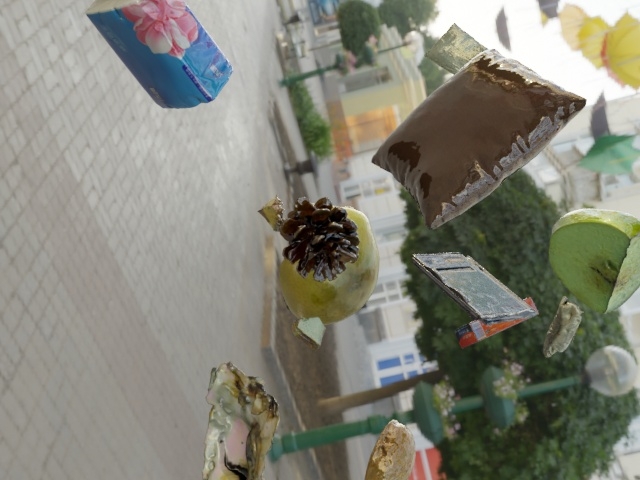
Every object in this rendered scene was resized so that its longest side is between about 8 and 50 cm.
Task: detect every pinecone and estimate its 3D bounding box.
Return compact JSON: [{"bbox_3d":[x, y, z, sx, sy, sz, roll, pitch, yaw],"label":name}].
[{"bbox_3d":[0.000,0.001,1.982,0.201,0.229,0.202,-79,-175,-50],"label":"pinecone"}]

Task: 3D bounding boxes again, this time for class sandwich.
[{"bbox_3d":[-0.036,0.258,2.140,0.105,0.036,0.093,37,43,-24],"label":"sandwich"}]

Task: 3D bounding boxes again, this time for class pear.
[{"bbox_3d":[0.062,0.093,2.269,0.191,0.340,0.386,29,-70,48],"label":"pear"},{"bbox_3d":[0.761,0.027,2.015,0.292,0.159,0.292,29,-48,39],"label":"pear"}]

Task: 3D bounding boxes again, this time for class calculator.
[{"bbox_3d":[0.332,0.098,1.601,0.274,0.166,0.028,46,-48,49],"label":"calculator"}]

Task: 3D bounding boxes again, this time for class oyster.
[{"bbox_3d":[-0.148,0.411,1.420,0.107,0.201,0.354,2,99,-51],"label":"oyster"}]

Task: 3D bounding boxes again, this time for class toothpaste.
[{"bbox_3d":[0.556,0.255,2.299,0.076,0.320,0.066,-38,-109,50],"label":"toothpaste"}]

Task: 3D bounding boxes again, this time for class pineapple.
[{"bbox_3d":[-0.136,-0.068,2.133,0.114,0.077,0.114,-139,-153,-80],"label":"pineapple"}]

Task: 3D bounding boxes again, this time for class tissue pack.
[{"bbox_3d":[-0.344,-0.415,1.559,0.269,0.209,0.137,53,57,-41],"label":"tissue pack"}]

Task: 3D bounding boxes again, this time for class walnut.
[{"bbox_3d":[0.193,0.567,1.877,0.211,0.087,0.167,-63,143,-25],"label":"walnut"}]

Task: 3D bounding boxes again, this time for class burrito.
[{"bbox_3d":[0.623,0.235,1.900,0.229,0.063,0.058,91,-4,-45],"label":"burrito"}]

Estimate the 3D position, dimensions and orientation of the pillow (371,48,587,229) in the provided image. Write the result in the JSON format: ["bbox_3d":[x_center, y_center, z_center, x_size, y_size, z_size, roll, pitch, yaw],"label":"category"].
[{"bbox_3d":[0.247,-0.177,1.229,0.108,0.305,0.308,44,9,-30],"label":"pillow"}]

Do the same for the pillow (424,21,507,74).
[{"bbox_3d":[0.451,-0.552,2.231,0.230,0.148,0.050,38,-10,12],"label":"pillow"}]
